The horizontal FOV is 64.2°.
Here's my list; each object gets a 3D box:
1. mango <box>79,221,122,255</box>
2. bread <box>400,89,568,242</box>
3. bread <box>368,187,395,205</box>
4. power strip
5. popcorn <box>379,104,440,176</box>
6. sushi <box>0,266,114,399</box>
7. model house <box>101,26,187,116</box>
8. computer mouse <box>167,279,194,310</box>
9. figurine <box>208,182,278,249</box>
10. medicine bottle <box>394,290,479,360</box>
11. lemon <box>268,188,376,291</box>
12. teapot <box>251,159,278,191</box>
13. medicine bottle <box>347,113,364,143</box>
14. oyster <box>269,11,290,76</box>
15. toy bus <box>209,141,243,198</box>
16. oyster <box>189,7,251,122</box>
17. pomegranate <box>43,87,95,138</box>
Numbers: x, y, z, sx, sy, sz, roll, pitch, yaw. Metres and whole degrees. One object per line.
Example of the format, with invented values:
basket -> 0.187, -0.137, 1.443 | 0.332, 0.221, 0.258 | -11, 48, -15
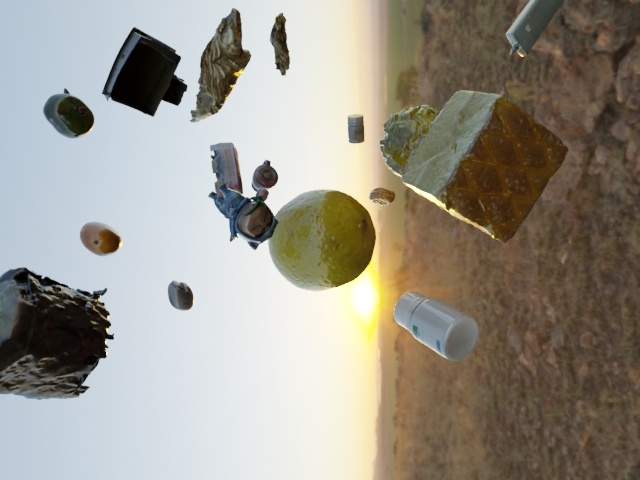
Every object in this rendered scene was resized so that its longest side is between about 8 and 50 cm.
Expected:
mango -> -0.835, -0.011, 1.930 | 0.219, 0.145, 0.112 | 26, 94, 52
bread -> 0.391, -0.184, 1.241 | 0.279, 0.279, 0.207 | -61, 28, 9
bread -> 0.209, -0.150, 1.752 | 0.110, 0.083, 0.044 | 148, 135, -80
power strip -> 0.458, -0.473, 1.080 | 0.253, 0.060, 0.027 | -53, 21, -17
popcorn -> 0.318, -0.327, 1.702 | 0.225, 0.249, 0.249 | -35, -55, -63
sushi -> -0.740, 0.246, 1.343 | 0.294, 0.281, 0.299 | 30, -148, -47
model house -> -0.516, -0.488, 1.492 | 0.243, 0.204, 0.211 | 40, 104, 46
computer mouse -> -0.354, 0.136, 1.301 | 0.039, 0.066, 0.096 | -48, 44, 27
figurine -> -0.183, -0.071, 1.219 | 0.114, 0.178, 0.144 | -49, -3, -31
medicine bottle -> 0.327, 0.239, 1.473 | 0.237, 0.139, 0.139 | 25, 123, 56
lemon -> 0.001, 0.000, 1.519 | 0.336, 0.336, 0.336 | -1, -90, -84
teapot -> -0.272, -0.291, 2.355 | 0.146, 0.116, 0.148 | -34, 74, 62
medicine bottle -> 0.122, -0.385, 1.762 | 0.058, 0.058, 0.091 | -80, -14, -63
oyster -> -0.111, -0.532, 1.399 | 0.108, 0.053, 0.166 | -62, -35, -58
toy bus -> -0.387, -0.287, 2.087 | 0.090, 0.112, 0.274 | 68, -174, -54
oyster -> -0.280, -0.466, 1.427 | 0.341, 0.110, 0.166 | -58, 11, 17
pomegranate -> -0.838, -0.426, 1.701 | 0.152, 0.131, 0.191 | 57, 176, -39
